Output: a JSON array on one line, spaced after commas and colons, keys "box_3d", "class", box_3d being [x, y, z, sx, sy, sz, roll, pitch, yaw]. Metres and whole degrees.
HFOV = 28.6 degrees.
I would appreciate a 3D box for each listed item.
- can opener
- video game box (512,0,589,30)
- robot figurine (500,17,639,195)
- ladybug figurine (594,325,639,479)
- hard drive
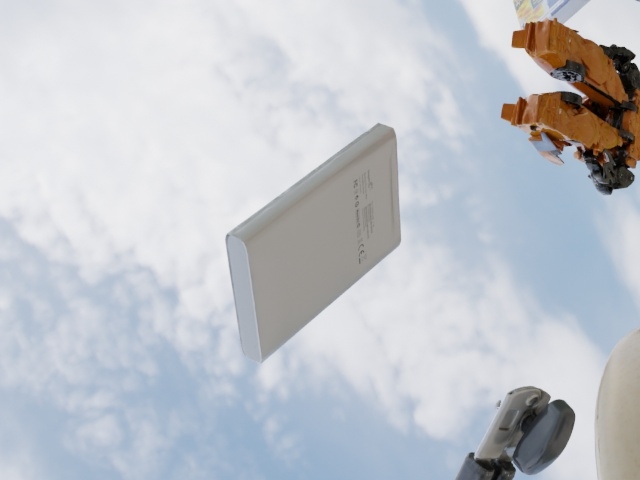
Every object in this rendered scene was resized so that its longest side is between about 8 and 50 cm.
[{"box_3d": [0.213, 0.300, 1.559, 0.074, 0.280, 0.093, 10, -152, -34], "class": "can opener"}, {"box_3d": [0.331, -0.415, 1.823, 0.048, 0.205, 0.187, -8, -102, -18], "class": "video game box"}, {"box_3d": [0.356, -0.182, 1.702, 0.291, 0.085, 0.211, 22, -105, -49], "class": "robot figurine"}, {"box_3d": [0.379, 0.246, 1.038, 0.305, 0.162, 0.449, 6, -121, -38], "class": "ladybug figurine"}, {"box_3d": [0.000, 0.000, 1.673, 0.307, 0.040, 0.203, -38, -43, -36], "class": "hard drive"}]
